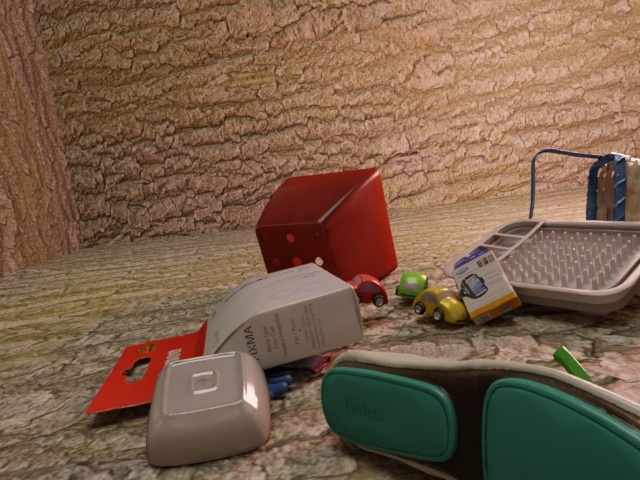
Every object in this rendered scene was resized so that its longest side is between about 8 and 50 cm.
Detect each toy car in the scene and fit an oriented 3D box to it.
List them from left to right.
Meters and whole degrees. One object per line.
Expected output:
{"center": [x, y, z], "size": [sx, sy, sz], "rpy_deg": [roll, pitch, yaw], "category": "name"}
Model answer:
{"center": [0.165, 0.091, 0.930], "size": [0.239, 0.053, 0.225], "rpy_deg": [9, 8, 20], "category": "toy car"}

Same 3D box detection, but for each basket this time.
{"center": [0.601, -0.063, 1.061], "size": [0.288, 0.255, 0.201], "rpy_deg": [8, -3, 9], "category": "basket"}

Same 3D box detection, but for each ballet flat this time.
{"center": [0.159, 0.158, 0.414], "size": [0.139, 0.139, 0.400], "rpy_deg": [-14, 7, -35], "category": "ballet flat"}

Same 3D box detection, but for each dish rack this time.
{"center": [0.431, 0.045, 0.907], "size": [0.285, 0.072, 0.332], "rpy_deg": [-28, 19, -34], "category": "dish rack"}

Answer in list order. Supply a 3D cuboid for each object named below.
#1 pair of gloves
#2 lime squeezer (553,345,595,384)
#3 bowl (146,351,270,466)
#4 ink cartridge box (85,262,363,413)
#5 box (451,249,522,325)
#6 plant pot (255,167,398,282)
{"center": [-0.082, 0.188, 0.726], "size": [0.159, 0.023, 0.198], "rpy_deg": [-1, 12, 35], "category": "pair of gloves"}
{"center": [0.304, 0.168, 0.396], "size": [0.109, 0.059, 0.310], "rpy_deg": [-14, 11, -27], "category": "lime squeezer"}
{"center": [-0.131, 0.184, 0.575], "size": [0.142, 0.053, 0.142], "rpy_deg": [-7, 27, -7], "category": "bowl"}
{"center": [-0.155, 0.134, 0.801], "size": [0.384, 0.091, 0.308], "rpy_deg": [-12, 7, -11], "category": "ink cartridge box"}
{"center": [0.278, 0.074, 0.840], "size": [0.081, 0.028, 0.136], "rpy_deg": [-31, 31, 19], "category": "box"}
{"center": [0.000, 0.000, 1.161], "size": [0.267, 0.267, 0.236], "rpy_deg": [-3, 22, 30], "category": "plant pot"}
